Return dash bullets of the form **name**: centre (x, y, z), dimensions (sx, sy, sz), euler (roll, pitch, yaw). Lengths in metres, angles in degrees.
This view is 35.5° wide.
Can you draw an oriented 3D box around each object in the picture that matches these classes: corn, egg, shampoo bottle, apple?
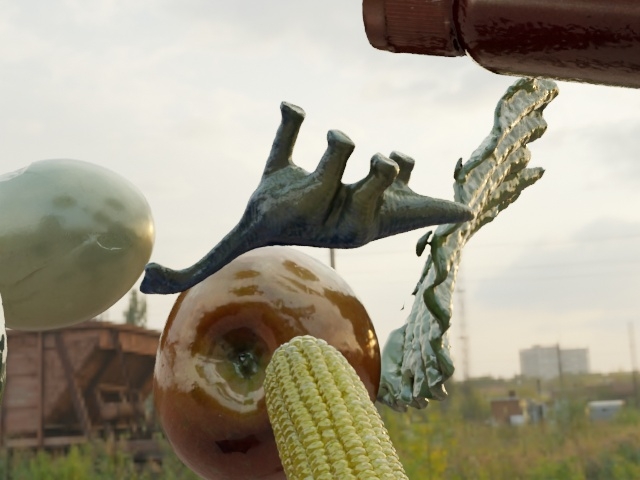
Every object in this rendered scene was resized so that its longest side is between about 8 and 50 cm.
- **corn**: centre (0.018, 0.165, 0.688), dimensions (0.081, 0.248, 0.081), euler (-10, -51, -13)
- **egg**: centre (-0.346, 0.005, 1.286), dimensions (0.269, 0.219, 0.219), euler (-28, -9, -6)
- **shampoo bottle**: centre (0.151, -0.114, 0.503), dimensions (0.260, 0.064, 0.102), euler (10, -15, 24)
- **apple**: centre (-0.059, 0.129, 1.027), dimensions (0.253, 0.253, 0.253), euler (-3, -11, -1)

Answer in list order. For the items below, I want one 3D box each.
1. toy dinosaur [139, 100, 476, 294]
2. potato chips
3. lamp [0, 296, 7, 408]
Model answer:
- **toy dinosaur**: centre (0.000, 0.000, 0.812), dimensions (0.248, 0.188, 0.075), euler (19, 21, -25)
- **potato chips**: centre (0.171, 0.011, 1.169), dimensions (0.097, 0.389, 0.373), euler (25, -28, 9)
- **lamp**: centre (-0.322, 0.073, 0.635), dimensions (0.233, 0.233, 0.265), euler (-4, -31, 9)
